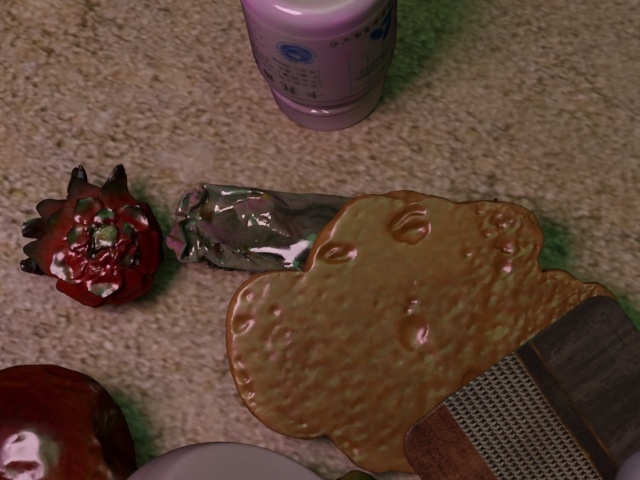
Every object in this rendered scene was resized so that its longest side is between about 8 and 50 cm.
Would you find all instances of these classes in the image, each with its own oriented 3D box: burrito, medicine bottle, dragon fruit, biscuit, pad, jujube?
[{"bbox_3d":[0.000,-0.002,1.148,0.309,0.066,0.096,3,68,2],"label":"burrito"},{"bbox_3d":[0.001,-0.216,1.122,0.152,0.254,0.151,-1,70,3],"label":"medicine bottle"},{"bbox_3d":[-0.224,0.003,1.135,0.130,0.121,0.142,-5,38,-31],"label":"dragon fruit"},{"bbox_3d":[0.098,0.085,1.085,0.376,0.051,0.269,-5,91,-2],"label":"biscuit"},{"bbox_3d":[0.173,0.116,1.031,0.250,0.055,0.323,-36,113,-4],"label":"pad"},{"bbox_3d":[-0.296,0.222,1.035,0.255,0.190,0.190,-26,71,2],"label":"jujube"}]

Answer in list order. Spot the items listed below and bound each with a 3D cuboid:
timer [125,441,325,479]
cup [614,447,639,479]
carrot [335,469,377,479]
[{"bbox_3d":[-0.100,0.333,0.956,0.285,0.285,0.285,-1,71,3],"label":"timer"},{"bbox_3d":[0.335,0.298,0.936,0.357,0.259,0.274,-14,69,13],"label":"cup"},{"bbox_3d":[0.133,0.349,1.019,0.074,0.074,0.358,-44,77,-11],"label":"carrot"}]
